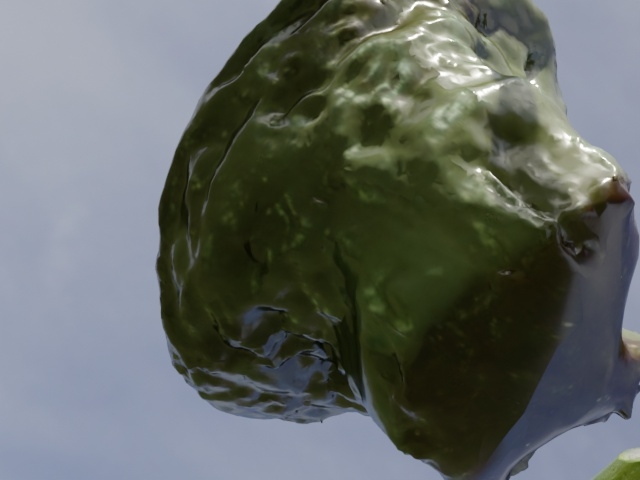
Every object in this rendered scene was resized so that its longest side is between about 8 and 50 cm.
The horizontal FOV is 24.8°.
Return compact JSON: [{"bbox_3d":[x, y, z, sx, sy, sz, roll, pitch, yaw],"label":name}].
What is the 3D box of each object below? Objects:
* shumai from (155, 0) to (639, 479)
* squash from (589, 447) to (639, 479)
[{"bbox_3d":[0.093,0.003,1.034,0.397,0.324,0.323,-53,-137,-3],"label":"shumai"},{"bbox_3d":[0.251,0.260,1.329,0.069,0.239,0.069,50,-5,6],"label":"squash"}]
